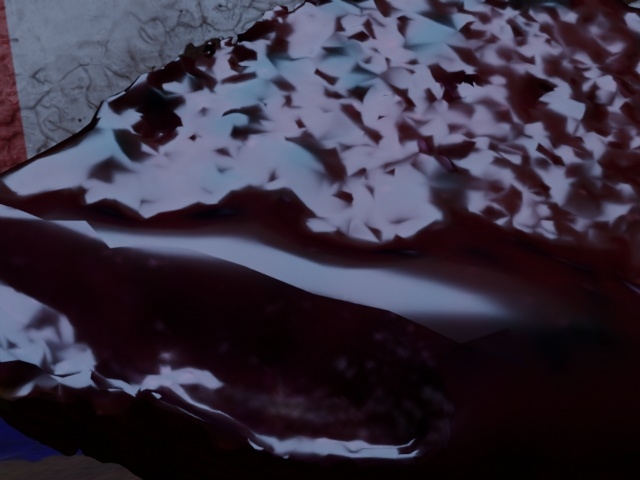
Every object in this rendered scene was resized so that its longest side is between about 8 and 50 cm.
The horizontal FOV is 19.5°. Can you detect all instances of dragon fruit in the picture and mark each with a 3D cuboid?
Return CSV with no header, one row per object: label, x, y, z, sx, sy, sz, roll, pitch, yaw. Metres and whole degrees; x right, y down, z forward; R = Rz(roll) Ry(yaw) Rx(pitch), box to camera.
dragon fruit,0.000,0.000,0.656,0.330,0.240,0.302,-3,-16,-29
